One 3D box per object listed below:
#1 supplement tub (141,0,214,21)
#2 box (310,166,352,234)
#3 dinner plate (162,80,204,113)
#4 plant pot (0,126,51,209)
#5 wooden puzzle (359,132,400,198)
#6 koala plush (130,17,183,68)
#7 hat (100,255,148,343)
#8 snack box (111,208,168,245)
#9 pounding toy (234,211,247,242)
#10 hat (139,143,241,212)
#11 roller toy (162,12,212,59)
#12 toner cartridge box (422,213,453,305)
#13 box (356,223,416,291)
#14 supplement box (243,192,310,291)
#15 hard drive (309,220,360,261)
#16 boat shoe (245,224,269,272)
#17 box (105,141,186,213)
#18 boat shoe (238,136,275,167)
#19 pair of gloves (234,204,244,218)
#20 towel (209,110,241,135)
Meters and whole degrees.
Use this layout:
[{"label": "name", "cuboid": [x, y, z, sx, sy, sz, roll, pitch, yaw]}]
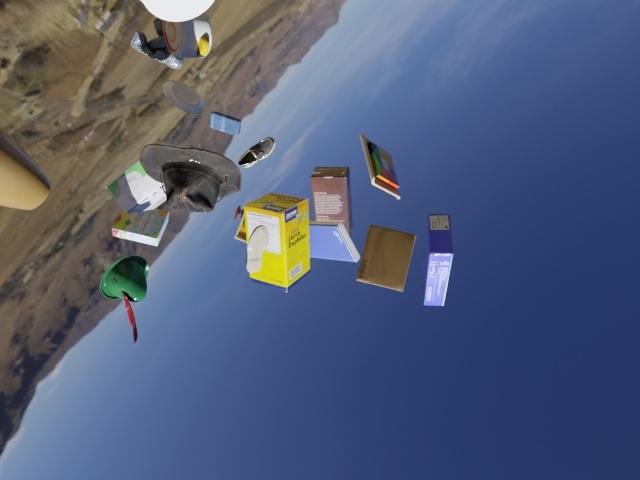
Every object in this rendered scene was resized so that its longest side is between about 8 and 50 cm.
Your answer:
[{"label": "supplement tub", "cuboid": [-0.402, -0.732, 1.030, 0.235, 0.325, 0.235, -28, 167, -7]}, {"label": "box", "cuboid": [0.065, -0.200, 2.287, 0.191, 0.381, 0.143, 3, -144, 12]}, {"label": "dinner plate", "cuboid": [-0.435, -0.465, 1.360, 0.017, 0.141, 0.141, -43, -161, 36]}, {"label": "plant pot", "cuboid": [-0.939, -0.198, 1.234, 0.237, 0.254, 0.237, -9, -118, 16]}, {"label": "wooden puzzle", "cuboid": [0.244, -0.293, 1.674, 0.044, 0.239, 0.221, -23, -115, 29]}, {"label": "koala plush", "cuboid": [-0.658, -0.883, 1.829, 0.221, 0.203, 0.196, -61, 179, 15]}, {"label": "hat", "cuboid": [-0.611, 0.183, 1.428, 0.173, 0.183, 0.208, -31, 147, -38]}, {"label": "snack box", "cuboid": [-0.848, -0.081, 2.008, 0.070, 0.207, 0.174, 116, -15, -50]}, {"label": "pounding toy", "cuboid": [-0.283, -0.009, 1.942, 0.094, 0.206, 0.181, 145, -35, -87]}, {"label": "hat", "cuboid": [-0.394, -0.154, 1.270, 0.331, 0.331, 0.134, -19, -121, 54]}, {"label": "roller toy", "cuboid": [-0.527, -0.836, 1.702, 0.146, 0.191, 0.209, -19, -158, -37]}, {"label": "toner cartridge box", "cuboid": [0.405, 0.077, 1.487, 0.075, 0.348, 0.165, 1, -125, 11]}, {"label": "box", "cuboid": [0.224, 0.059, 1.447, 0.021, 0.164, 0.201, 48, 56, -79]}, {"label": "supplement box", "cuboid": [-0.175, 0.003, 1.784, 0.194, 0.356, 0.195, 13, -152, 26]}, {"label": "hard drive", "cuboid": [0.000, 0.000, 1.866, 0.319, 0.210, 0.040, 4, -134, 42]}, {"label": "boat shoe", "cuboid": [-0.237, 0.021, 1.532, 0.065, 0.075, 0.206, -120, -142, -46]}, {"label": "box", "cuboid": [-0.598, -0.225, 1.556, 0.262, 0.126, 0.231, -35, -175, 8]}, {"label": "boat shoe", "cuboid": [-0.219, -0.298, 1.454, 0.152, 0.056, 0.049, -36, -173, 21]}, {"label": "pair of gloves", "cuboid": [-0.379, -0.137, 2.029, 0.083, 0.010, 0.074, -1, -113, 41]}, {"label": "towel", "cuboid": [-0.357, -0.442, 1.599, 0.029, 0.119, 0.067, -64, 172, -58]}]
